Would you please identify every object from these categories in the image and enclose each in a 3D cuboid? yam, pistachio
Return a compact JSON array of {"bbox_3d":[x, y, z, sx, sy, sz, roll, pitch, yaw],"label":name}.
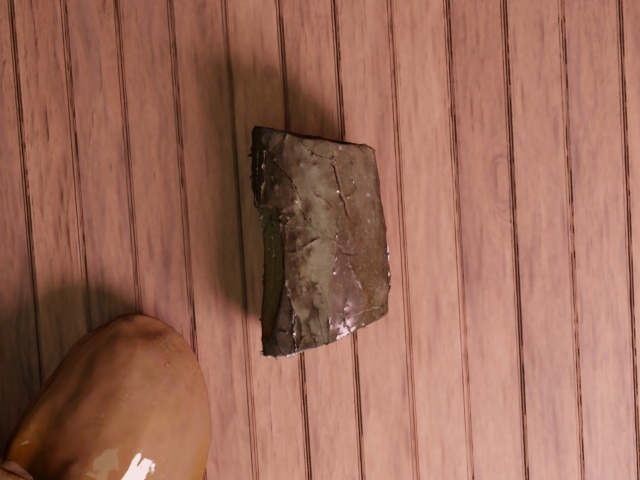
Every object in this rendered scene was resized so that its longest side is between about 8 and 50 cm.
[{"bbox_3d":[0.000,0.000,1.359,0.154,0.154,0.254,-1,91,7],"label":"yam"},{"bbox_3d":[-0.220,0.217,1.402,0.213,0.163,0.260,33,85,-17],"label":"pistachio"}]

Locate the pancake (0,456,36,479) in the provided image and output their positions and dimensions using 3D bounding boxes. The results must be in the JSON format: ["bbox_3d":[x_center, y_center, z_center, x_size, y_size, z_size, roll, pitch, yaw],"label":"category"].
[{"bbox_3d":[-0.323,0.345,1.354,0.382,0.071,0.382,20,141,17],"label":"pancake"}]
